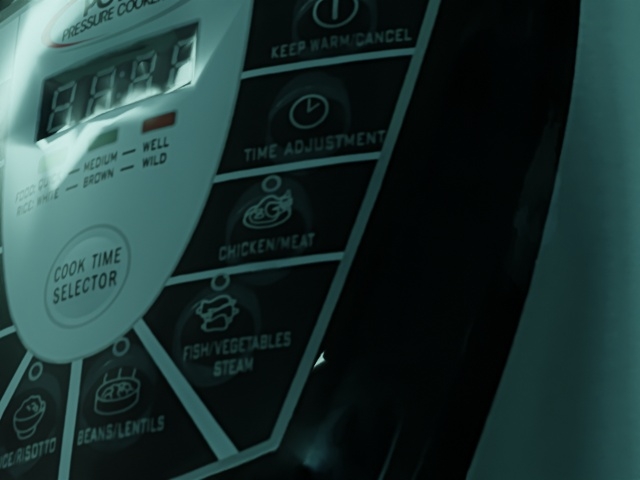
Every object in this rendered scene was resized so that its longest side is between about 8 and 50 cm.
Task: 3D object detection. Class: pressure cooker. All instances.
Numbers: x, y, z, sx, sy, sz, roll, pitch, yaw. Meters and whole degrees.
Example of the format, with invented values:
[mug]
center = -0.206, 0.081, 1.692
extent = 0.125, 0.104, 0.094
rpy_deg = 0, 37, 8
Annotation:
[pressure cooker]
center = 0.054, 0.039, 0.615
extent = 0.375, 0.370, 0.420
rpy_deg = 118, 157, -61
